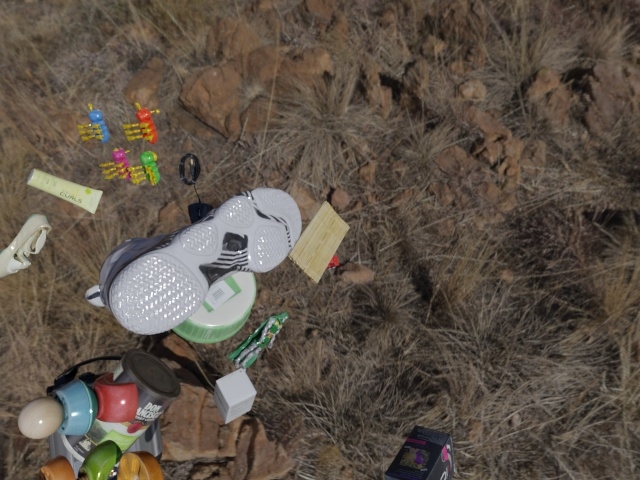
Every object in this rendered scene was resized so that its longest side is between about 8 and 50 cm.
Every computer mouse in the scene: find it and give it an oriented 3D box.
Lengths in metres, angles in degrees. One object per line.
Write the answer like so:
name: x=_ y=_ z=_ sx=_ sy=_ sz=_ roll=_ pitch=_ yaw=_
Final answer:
computer mouse: x=-0.305 y=-0.100 z=1.108 sx=0.071 sy=0.242 sz=0.041 roll=-1 pitch=37 yaw=7

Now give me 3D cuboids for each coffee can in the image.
coffee can: x=-0.584 y=0.490 z=1.324 sx=0.275 sy=0.201 sz=0.201 roll=-47 pitch=65 yaw=-1

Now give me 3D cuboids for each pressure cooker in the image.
pressure cooker: x=-0.770 y=0.630 z=1.611 sx=0.375 sy=0.369 sz=0.421 roll=-18 pitch=80 yaw=43

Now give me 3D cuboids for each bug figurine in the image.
bug figurine: x=-0.512 y=-0.254 z=1.185 sx=0.279 sy=0.216 sz=0.072 roll=9 pitch=30 yaw=28

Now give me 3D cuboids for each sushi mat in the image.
sushi mat: x=0.000 y=0.000 z=1.643 sx=0.019 sy=0.151 sz=0.317 roll=-21 pitch=28 yaw=45

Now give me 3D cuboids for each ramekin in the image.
ramekin: x=-0.351 y=0.165 z=1.433 sx=0.303 sy=0.148 sz=0.304 roll=9 pitch=65 yaw=-20

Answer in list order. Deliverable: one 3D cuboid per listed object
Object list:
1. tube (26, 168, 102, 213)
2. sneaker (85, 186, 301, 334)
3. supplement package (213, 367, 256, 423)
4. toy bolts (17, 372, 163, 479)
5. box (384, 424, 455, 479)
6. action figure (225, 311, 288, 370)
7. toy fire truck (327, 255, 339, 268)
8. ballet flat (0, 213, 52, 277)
tube: x=-0.926 y=-0.185 z=1.630 sx=0.070 sy=0.240 sz=0.062 roll=-46 pitch=45 yaw=17
sneaker: x=-0.209 y=0.017 z=0.754 sx=0.210 sy=0.137 sz=0.366 roll=-2 pitch=25 yaw=44
supplement package: x=-0.301 y=0.542 z=1.558 sx=0.105 sy=0.179 sz=0.105 roll=-20 pitch=59 yaw=-30
toy bolts: x=-0.369 y=0.334 z=0.690 sx=0.218 sy=0.158 sz=0.229 roll=-3 pitch=87 yaw=38
box: x=0.351 y=0.804 z=1.553 sx=0.143 sy=0.165 sz=0.270 roll=1 pitch=20 yaw=37
action figure: x=-0.192 y=0.324 z=1.477 sx=0.232 sy=0.137 sz=0.063 roll=-48 pitch=57 yaw=-7
toy fire truck: x=0.003 y=0.096 z=1.901 sx=0.192 sy=0.135 sz=0.047 roll=-21 pitch=74 yaw=39
ballet flat: x=-0.908 y=0.033 z=1.363 sx=0.086 sy=0.086 sz=0.248 roll=36 pitch=91 yaw=23
